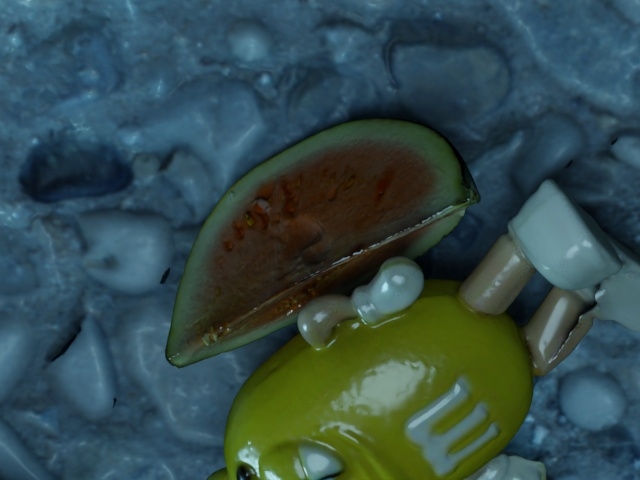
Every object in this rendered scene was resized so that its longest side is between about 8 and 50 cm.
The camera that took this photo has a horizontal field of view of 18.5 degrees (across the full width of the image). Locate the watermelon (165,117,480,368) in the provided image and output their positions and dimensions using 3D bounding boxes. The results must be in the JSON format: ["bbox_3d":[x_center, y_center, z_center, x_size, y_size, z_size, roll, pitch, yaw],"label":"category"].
[{"bbox_3d":[0.013,0.009,1.690,0.303,0.159,0.128,-28,132,17],"label":"watermelon"}]

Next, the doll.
[{"bbox_3d":[0.120,0.117,1.719,0.348,0.161,0.423,13,124,-23],"label":"doll"}]
